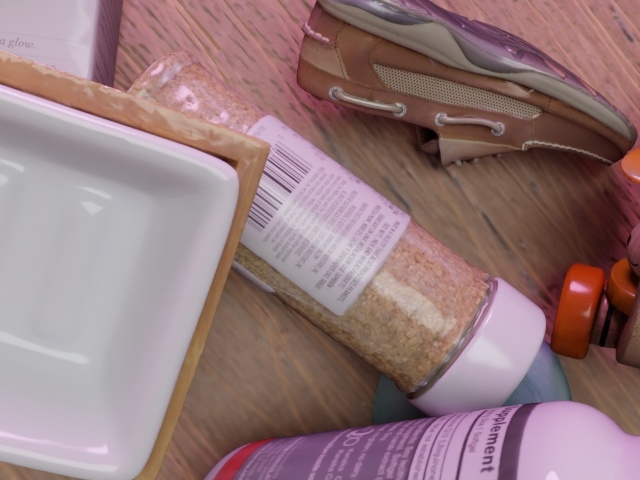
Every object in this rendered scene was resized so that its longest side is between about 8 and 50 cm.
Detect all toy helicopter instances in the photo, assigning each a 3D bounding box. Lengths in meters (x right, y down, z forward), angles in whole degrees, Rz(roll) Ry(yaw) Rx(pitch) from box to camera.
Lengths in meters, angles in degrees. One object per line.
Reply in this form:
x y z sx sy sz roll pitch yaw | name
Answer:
0.307 -0.061 0.642 0.140 0.235 0.355 14 62 22 | toy helicopter

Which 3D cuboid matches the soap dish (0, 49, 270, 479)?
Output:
-0.204 0.001 0.446 0.291 0.118 0.228 18 101 -12 | soap dish

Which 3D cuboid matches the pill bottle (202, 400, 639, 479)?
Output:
0.102 0.217 0.487 0.363 0.210 0.210 -15 89 29 | pill bottle

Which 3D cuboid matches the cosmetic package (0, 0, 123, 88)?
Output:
-0.232 -0.170 0.563 0.151 0.151 0.183 5 85 -11 | cosmetic package

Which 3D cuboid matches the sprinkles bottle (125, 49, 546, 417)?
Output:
0.000 0.000 0.594 0.355 0.121 0.121 37 80 0 | sprinkles bottle

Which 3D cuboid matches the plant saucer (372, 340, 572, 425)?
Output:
0.144 0.159 0.673 0.195 0.037 0.194 1 86 -12 | plant saucer

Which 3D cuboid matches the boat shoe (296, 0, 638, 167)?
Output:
0.127 -0.127 0.662 0.325 0.123 0.116 19 116 -18 | boat shoe
